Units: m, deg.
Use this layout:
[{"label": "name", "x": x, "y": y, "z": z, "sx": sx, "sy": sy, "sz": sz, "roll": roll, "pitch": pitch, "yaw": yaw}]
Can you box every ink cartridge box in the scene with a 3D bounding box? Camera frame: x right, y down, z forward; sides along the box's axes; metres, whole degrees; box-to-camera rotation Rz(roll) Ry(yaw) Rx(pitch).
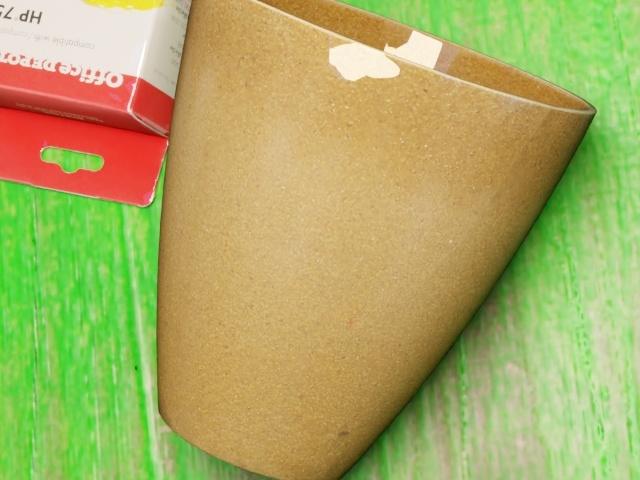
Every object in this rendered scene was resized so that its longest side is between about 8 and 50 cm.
[{"label": "ink cartridge box", "x": -0.151, "y": -0.149, "z": 1.215, "sx": 0.134, "sy": 0.078, "sz": 0.231, "roll": 11, "pitch": 83, "yaw": 18}]

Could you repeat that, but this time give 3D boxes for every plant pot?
[{"label": "plant pot", "x": 0.000, "y": 0.000, "z": 1.083, "sx": 0.237, "sy": 0.237, "sz": 0.254, "roll": 25, "pitch": 102, "yaw": 19}]
